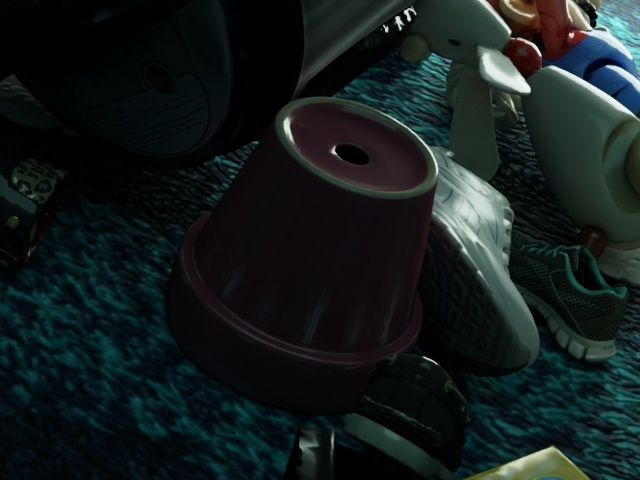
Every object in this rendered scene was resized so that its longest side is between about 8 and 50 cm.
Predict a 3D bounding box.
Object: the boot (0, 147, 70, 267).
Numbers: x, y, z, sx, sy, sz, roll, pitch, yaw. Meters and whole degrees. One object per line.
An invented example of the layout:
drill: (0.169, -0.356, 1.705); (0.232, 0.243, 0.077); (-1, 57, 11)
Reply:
boot: (-0.301, -0.028, 1.279); (0.178, 0.085, 0.236); (25, 32, 1)

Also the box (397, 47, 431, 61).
box: (0.005, -0.315, 1.815); (0.290, 0.087, 0.169); (20, 40, -17)

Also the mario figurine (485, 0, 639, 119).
mario figurine: (0.283, -0.195, 1.758); (0.170, 0.198, 0.320); (-9, 41, -35)

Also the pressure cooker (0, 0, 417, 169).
pressure cooker: (-0.118, -0.267, 1.446); (0.375, 0.370, 0.420); (32, 52, 20)

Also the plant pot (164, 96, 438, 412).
plant pot: (0.000, 0.000, 1.322); (0.201, 0.180, 0.201); (16, 33, -10)

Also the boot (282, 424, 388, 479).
boot: (0.095, 0.267, 1.034); (0.260, 0.131, 0.348); (9, 39, -14)

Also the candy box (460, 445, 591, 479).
candy box: (0.131, 0.209, 1.233); (0.206, 0.027, 0.105); (-13, 42, -42)

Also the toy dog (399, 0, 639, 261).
toy dog: (0.193, -0.087, 1.586); (0.333, 0.220, 0.161); (30, 64, 26)

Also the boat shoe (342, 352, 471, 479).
boat shoe: (0.067, 0.120, 1.186); (0.081, 0.069, 0.228); (27, -4, 9)

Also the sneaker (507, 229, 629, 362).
sneaker: (0.205, 0.027, 1.495); (0.065, 0.076, 0.166); (-14, 46, -43)

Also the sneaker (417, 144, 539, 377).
sneaker: (0.114, -0.003, 1.449); (0.129, 0.111, 0.297); (-4, 41, -26)
